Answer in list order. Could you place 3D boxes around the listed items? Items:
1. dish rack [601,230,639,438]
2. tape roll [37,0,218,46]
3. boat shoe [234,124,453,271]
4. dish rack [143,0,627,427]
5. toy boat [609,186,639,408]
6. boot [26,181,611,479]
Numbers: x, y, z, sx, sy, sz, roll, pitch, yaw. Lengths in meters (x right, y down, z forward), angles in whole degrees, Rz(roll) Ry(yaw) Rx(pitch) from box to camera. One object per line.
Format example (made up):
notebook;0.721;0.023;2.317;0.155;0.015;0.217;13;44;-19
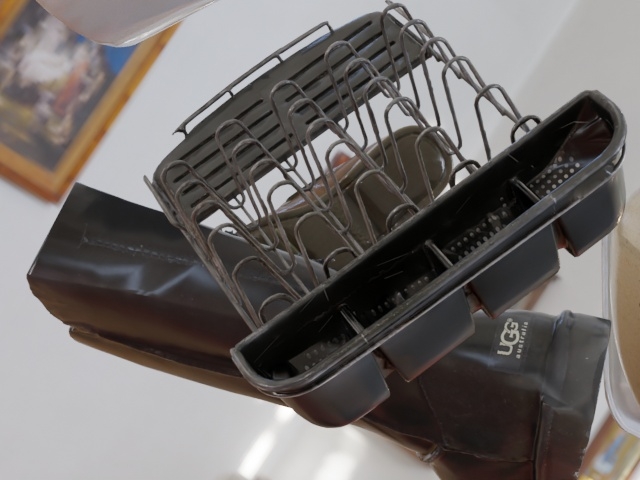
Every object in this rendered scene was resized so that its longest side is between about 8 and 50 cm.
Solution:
dish rack;0.454;0.117;1.484;0.072;0.285;0.333;-14;-29;38
tape roll;-0.178;-0.304;0.970;0.286;0.100;0.286;48;30;-40
boat shoe;0.000;0.000;1.227;0.110;0.307;0.104;58;-6;-3
dish rack;0.013;-0.040;0.646;0.271;0.208;0.074;50;-6;46
toy boat;0.364;0.094;0.970;0.318;0.148;0.267;45;-28;55
boot;0.003;0.128;1.045;0.445;0.146;0.367;11;-36;13
